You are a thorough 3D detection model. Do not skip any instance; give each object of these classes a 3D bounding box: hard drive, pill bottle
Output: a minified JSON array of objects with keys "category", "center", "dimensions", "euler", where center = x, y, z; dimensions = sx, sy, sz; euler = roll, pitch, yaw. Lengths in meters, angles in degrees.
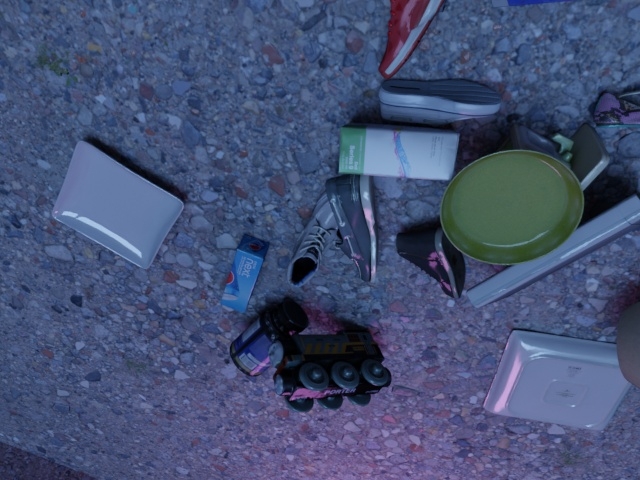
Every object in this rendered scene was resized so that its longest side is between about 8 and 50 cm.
[{"category":"hard drive","center":[0.492,0.026,1.040],"dimensions":[0.353,0.233,0.047],"euler":[-38,70,33]},{"category":"pill bottle","center":[-0.138,0.264,1.395],"dimensions":[0.123,0.123,0.219],"euler":[40,112,-18]}]

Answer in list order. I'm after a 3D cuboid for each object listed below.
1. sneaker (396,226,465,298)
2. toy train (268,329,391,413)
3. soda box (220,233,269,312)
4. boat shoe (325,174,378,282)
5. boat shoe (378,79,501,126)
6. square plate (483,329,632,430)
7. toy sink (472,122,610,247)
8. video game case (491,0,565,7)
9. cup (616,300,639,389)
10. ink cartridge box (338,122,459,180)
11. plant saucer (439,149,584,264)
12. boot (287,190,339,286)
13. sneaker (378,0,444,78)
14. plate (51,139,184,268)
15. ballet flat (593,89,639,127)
[{"category":"sneaker","center":[0.262,0.050,1.198],"dimensions":[0.118,0.083,0.222],"euler":[1,136,35]},{"category":"toy train","center":[0.024,0.323,1.308],"dimensions":[0.333,0.190,0.142],"euler":[5,130,-30]},{"category":"soda box","center":[-0.197,0.089,1.322],"dimensions":[0.071,0.067,0.210],"euler":[21,128,-4]},{"category":"boat shoe","center":[0.076,-0.022,1.128],"dimensions":[0.099,0.116,0.320],"euler":[-1,138,10]},{"category":"boat shoe","center":[0.223,-0.256,0.971],"dimensions":[0.226,0.083,0.076],"euler":[13,141,17]},{"category":"square plate","center":[0.652,0.395,1.378],"dimensions":[0.347,0.049,0.344],"euler":[7,128,7]},{"category":"toy sink","center":[0.398,-0.125,0.974],"dimensions":[0.131,0.153,0.234],"euler":[26,129,-7]},{"category":"video game case","center":[0.311,-0.451,0.686],"dimensions":[0.061,0.269,0.244],"euler":[-34,119,-9]},{"category":"cup","center":[0.787,0.230,1.088],"dimensions":[0.237,0.331,0.331],"euler":[-4,130,47]},{"category":"ink cartridge box","center":[0.149,-0.174,0.980],"dimensions":[0.212,0.154,0.093],"euler":[4,105,9]},{"category":"plant saucer","center":[0.338,-0.061,0.917],"dimensions":[0.240,0.037,0.241],"euler":[7,127,9]},{"category":"boot","center":[0.000,0.000,1.174],"dimensions":[0.095,0.123,0.258],"euler":[24,128,-6]},{"category":"sneaker","center":[0.134,-0.403,0.880],"dimensions":[0.128,0.087,0.221],"euler":[32,115,-2]},{"category":"plate","center":[-0.501,-0.085,1.271],"dimensions":[0.277,0.045,0.278],"euler":[33,127,-12]},{"category":"ballet flat","center":[0.606,-0.230,0.906],"dimensions":[0.221,0.077,0.079],"euler":[8,108,7]}]
